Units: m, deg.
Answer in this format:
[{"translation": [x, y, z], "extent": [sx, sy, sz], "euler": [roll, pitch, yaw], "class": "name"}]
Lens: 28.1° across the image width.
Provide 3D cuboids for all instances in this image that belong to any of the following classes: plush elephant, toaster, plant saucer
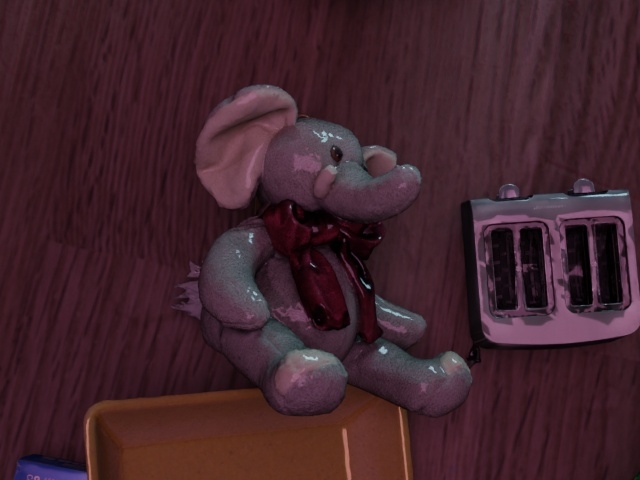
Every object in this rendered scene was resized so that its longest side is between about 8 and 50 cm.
[{"translation": [0.000, 0.000, 1.230], "extent": [0.330, 0.272, 0.255], "euler": [25, 100, 44], "class": "plush elephant"}, {"translation": [0.231, 0.035, 1.310], "extent": [0.168, 0.110, 0.185], "euler": [-3, 84, 2], "class": "toaster"}, {"translation": [-0.067, 0.312, 1.259], "extent": [0.333, 0.081, 0.332], "euler": [-2, 83, -24], "class": "plant saucer"}]

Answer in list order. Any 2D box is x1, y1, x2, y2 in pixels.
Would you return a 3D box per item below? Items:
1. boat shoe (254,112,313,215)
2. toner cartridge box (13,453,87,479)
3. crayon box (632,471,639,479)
[{"translation": [-0.039, -0.073, 1.361], "extent": [0.050, 0.045, 0.135], "euler": [15, 84, 3], "class": "boat shoe"}, {"translation": [-0.258, 0.405, 1.298], "extent": [0.165, 0.075, 0.347], "euler": [10, 84, 1], "class": "toner cartridge box"}, {"translation": [0.424, 0.335, 1.244], "extent": [0.278, 0.165, 0.081], "euler": [44, 86, 5], "class": "crayon box"}]
